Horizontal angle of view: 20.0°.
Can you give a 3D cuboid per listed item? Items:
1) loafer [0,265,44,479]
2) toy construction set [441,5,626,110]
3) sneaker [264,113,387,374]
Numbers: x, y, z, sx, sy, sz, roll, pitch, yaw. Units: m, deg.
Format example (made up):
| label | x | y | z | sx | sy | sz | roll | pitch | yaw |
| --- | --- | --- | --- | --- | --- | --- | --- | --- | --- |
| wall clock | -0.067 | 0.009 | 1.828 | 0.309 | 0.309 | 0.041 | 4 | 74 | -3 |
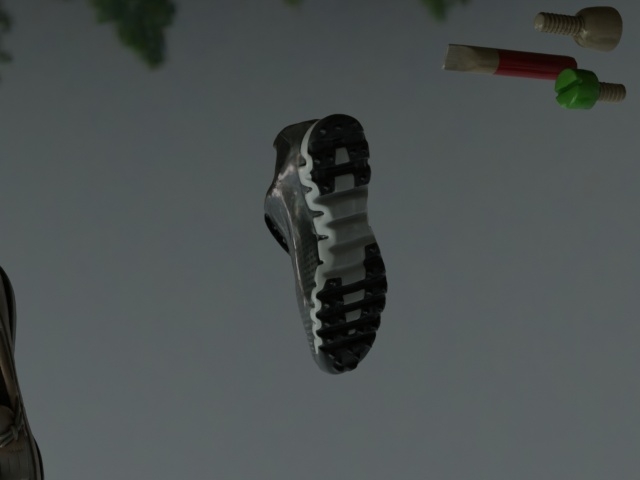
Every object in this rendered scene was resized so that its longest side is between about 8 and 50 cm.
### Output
| label | x | y | z | sx | sy | sz | roll | pitch | yaw |
| --- | --- | --- | --- | --- | --- | --- | --- | --- | --- |
| loafer | -0.128 | 0.059 | 0.662 | 0.045 | 0.125 | 0.039 | -9 | 156 | -3 |
| toy construction set | 0.181 | -0.247 | 1.465 | 0.237 | 0.309 | 0.257 | 1 | -137 | -30 |
| sneaker | 0.000 | 0.000 | 1.605 | 0.078 | 0.234 | 0.106 | -13 | -165 | -32 |
